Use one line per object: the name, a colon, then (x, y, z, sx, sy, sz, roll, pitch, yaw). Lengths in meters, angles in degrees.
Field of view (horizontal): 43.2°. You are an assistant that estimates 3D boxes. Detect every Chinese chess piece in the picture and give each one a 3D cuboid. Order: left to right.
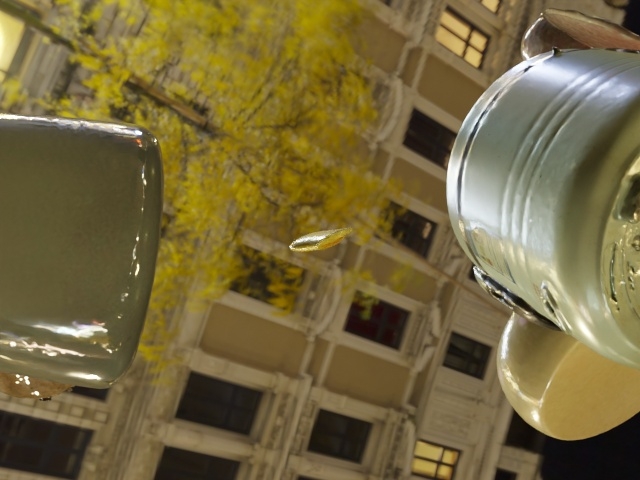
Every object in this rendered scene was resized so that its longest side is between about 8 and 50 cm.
Chinese chess piece: (0.355, 0.134, 1.040, 0.273, 0.273, 0.102, -56, -139, 16)

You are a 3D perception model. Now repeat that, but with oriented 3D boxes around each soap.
soap: (0.000, 0.000, 1.653, 0.168, 0.089, 0.033, -7, -74, 61)

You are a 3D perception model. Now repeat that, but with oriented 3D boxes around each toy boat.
toy boat: (0.320, -0.171, 0.871, 0.227, 0.155, 0.085, 30, -54, 18)

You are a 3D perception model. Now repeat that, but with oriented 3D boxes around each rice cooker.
rice cooker: (0.223, -0.030, 0.611, 0.226, 0.226, 0.244, -62, -153, 7)

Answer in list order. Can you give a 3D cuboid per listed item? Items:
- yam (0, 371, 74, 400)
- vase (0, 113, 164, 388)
yam: (-0.310, 0.067, 0.815, 0.128, 0.238, 0.129, 38, -114, 20)
vase: (-0.267, -0.009, 0.482, 0.173, 0.321, 0.173, -172, -90, -70)
